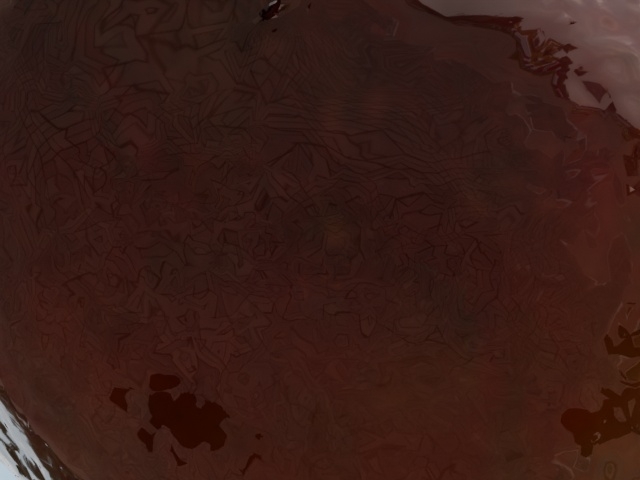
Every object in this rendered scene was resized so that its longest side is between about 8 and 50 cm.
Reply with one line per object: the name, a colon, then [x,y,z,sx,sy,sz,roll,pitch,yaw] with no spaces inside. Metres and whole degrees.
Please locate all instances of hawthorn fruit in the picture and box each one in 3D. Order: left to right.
hawthorn fruit: [0.000,0.000,0.458,0.261,0.224,0.224,25,-63,-2]
